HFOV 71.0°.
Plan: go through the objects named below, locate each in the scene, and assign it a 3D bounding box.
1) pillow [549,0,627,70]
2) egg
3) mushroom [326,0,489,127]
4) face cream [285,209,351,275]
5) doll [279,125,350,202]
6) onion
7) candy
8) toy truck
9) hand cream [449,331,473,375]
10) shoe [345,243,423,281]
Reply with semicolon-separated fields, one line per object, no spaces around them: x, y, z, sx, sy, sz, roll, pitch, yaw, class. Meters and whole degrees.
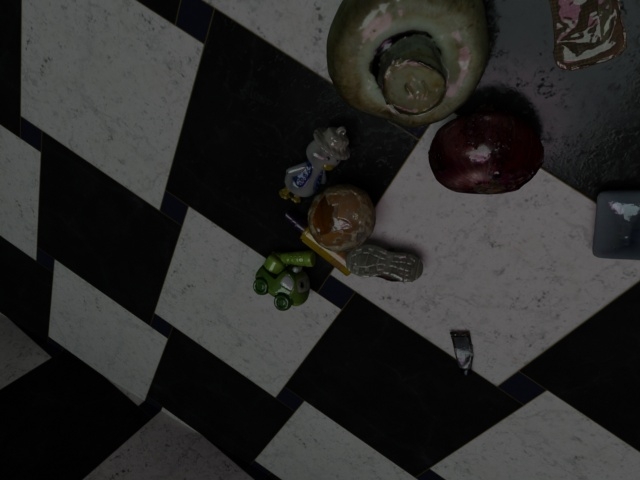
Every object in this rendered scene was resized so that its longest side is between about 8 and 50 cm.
0.534;-0.457;0.906;0.135;0.034;0.211;-12;115;29;pillow
0.057;-0.060;1.273;0.195;0.195;0.233;48;148;-7;egg
0.180;-0.394;0.949;0.353;0.260;0.352;4;142;3;mushroom
0.000;0.000;1.407;0.273;0.078;0.078;38;128;0;face cream
-0.015;-0.211;1.266;0.138;0.119;0.293;11;138;-35;doll
0.380;-0.213;1.038;0.252;0.219;0.252;11;161;4;onion
0.718;-0.036;1.047;0.138;0.071;0.174;2;118;25;candy
-0.120;0.112;1.503;0.187;0.148;0.210;17;104;20;toy truck
0.456;0.358;1.436;0.062;0.039;0.163;-3;111;29;hand cream
0.193;0.070;1.350;0.228;0.125;0.099;10;90;13;shoe
